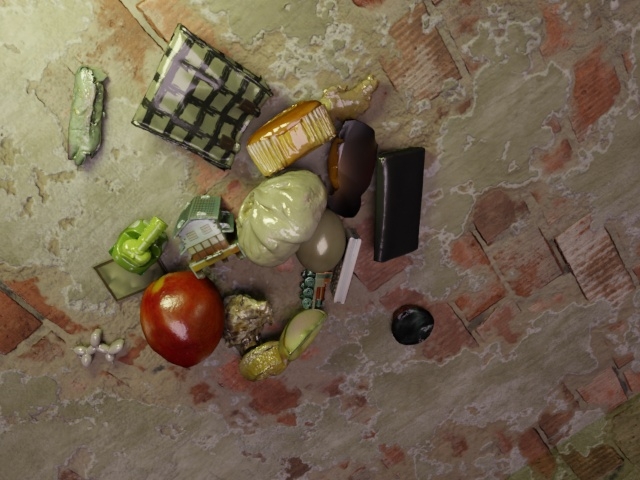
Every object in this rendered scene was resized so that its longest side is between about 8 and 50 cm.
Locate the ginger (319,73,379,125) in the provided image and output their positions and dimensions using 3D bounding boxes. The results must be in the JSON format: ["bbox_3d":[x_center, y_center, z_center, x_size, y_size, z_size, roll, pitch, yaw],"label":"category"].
[{"bbox_3d":[0.101,-0.463,1.413,0.213,0.074,0.138,-20,125,-6],"label":"ginger"}]

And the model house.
[{"bbox_3d":[-0.381,-0.023,1.431,0.198,0.224,0.215,-26,115,3],"label":"model house"}]

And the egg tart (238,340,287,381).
[{"bbox_3d":[-0.212,0.506,1.723,0.252,0.098,0.232,-2,133,-32],"label":"egg tart"}]

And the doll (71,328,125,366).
[{"bbox_3d":[-0.860,0.422,1.627,0.161,0.059,0.160,32,103,-21],"label":"doll"}]

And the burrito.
[{"bbox_3d":[-0.724,-0.380,1.305,0.096,0.066,0.310,15,109,-10],"label":"burrito"}]

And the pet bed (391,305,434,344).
[{"bbox_3d":[0.397,0.368,1.827,0.201,0.053,0.201,-3,113,-8],"label":"pet bed"}]

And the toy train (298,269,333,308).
[{"bbox_3d":[-0.021,0.188,1.669,0.118,0.074,0.176,0,111,-14],"label":"toy train"}]

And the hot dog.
[{"bbox_3d":[0.084,-0.258,1.474,0.193,0.107,0.326,15,111,-22],"label":"hot dog"}]

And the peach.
[{"bbox_3d":[-0.482,0.278,1.495,0.307,0.308,0.333,-13,82,-4],"label":"peach"}]

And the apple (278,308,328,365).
[{"bbox_3d":[-0.088,0.382,1.679,0.120,0.265,0.193,37,139,14],"label":"apple"}]

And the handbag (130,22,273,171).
[{"bbox_3d":[-0.356,-0.425,1.302,0.326,0.163,0.325,28,108,-25],"label":"handbag"}]

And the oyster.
[{"bbox_3d":[-0.295,0.323,1.643,0.237,0.115,0.351,24,130,-21],"label":"oyster"}]

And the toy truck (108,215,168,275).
[{"bbox_3d":[-0.594,0.015,1.405,0.148,0.210,0.187,42,66,-19],"label":"toy truck"}]

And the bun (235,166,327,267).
[{"bbox_3d":[-0.144,-0.087,1.377,0.219,0.365,0.365,35,103,-17],"label":"bun"}]

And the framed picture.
[{"bbox_3d":[-0.691,0.120,1.554,0.231,0.010,0.173,-21,115,0],"label":"framed picture"}]

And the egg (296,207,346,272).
[{"bbox_3d":[0.000,0.000,1.527,0.185,0.186,0.242,6,110,-12],"label":"egg"}]

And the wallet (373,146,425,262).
[{"bbox_3d":[0.288,-0.129,1.555,0.228,0.062,0.407,-18,120,-34],"label":"wallet"}]

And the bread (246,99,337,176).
[{"bbox_3d":[-0.097,-0.338,1.365,0.288,0.204,0.156,-28,107,10],"label":"bread"}]

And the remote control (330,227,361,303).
[{"bbox_3d":[0.092,0.098,1.631,0.055,0.103,0.278,8,111,-12],"label":"remote control"}]
